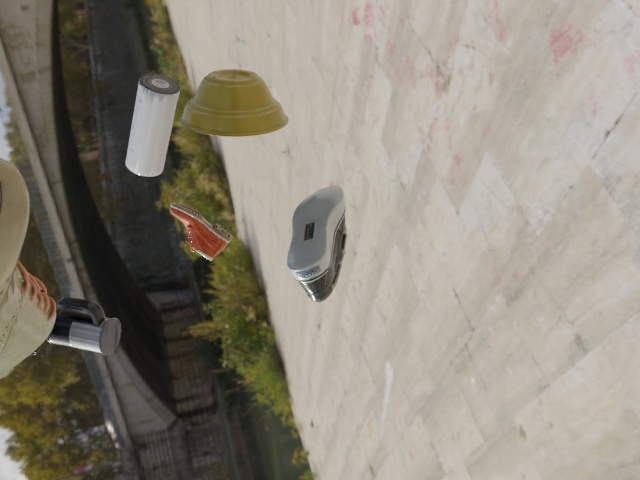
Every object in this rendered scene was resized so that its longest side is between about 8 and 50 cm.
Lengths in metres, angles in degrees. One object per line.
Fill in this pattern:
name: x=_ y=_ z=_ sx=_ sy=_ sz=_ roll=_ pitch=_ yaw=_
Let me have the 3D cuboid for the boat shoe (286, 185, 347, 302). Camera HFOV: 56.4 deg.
boat shoe: x=0.000 y=0.000 z=0.862 sx=0.219 sy=0.077 sz=0.070 roll=-75 pitch=-34 yaw=-52

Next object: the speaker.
speaker: x=-0.234 y=-0.157 z=0.827 sx=0.136 sy=0.055 sz=0.055 roll=-67 pitch=33 yaw=35

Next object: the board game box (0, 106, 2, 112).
board game box: x=-0.750 y=-0.275 z=1.059 sx=0.336 sy=0.253 sz=0.079 roll=41 pitch=152 yaw=38

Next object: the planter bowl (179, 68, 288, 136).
planter bowl: x=-0.170 y=-0.281 z=1.171 sx=0.217 sy=0.217 sz=0.090 roll=-123 pitch=32 yaw=-56

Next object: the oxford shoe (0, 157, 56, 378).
oxford shoe: x=-0.335 y=0.043 z=0.589 sx=0.397 sy=0.146 sz=0.140 roll=-40 pitch=64 yaw=41

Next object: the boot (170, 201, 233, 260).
boot: x=-0.286 y=-0.020 z=1.352 sx=0.158 sy=0.085 sz=0.059 roll=37 pitch=-176 yaw=-13

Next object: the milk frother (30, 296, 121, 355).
milk frother: x=-0.528 y=0.206 z=1.274 sx=0.129 sy=0.134 sz=0.143 roll=83 pitch=-161 yaw=-48
